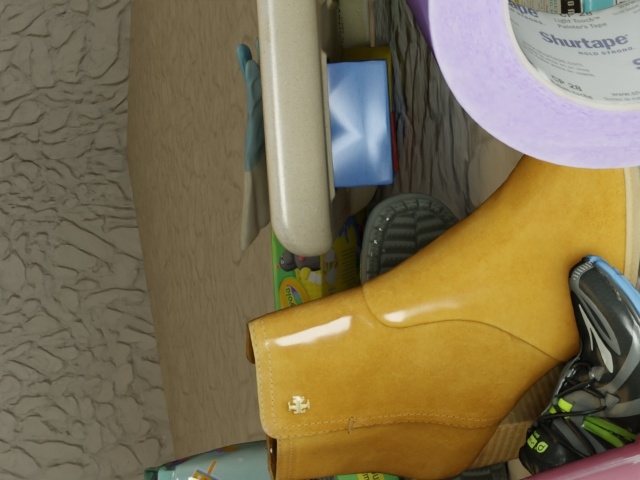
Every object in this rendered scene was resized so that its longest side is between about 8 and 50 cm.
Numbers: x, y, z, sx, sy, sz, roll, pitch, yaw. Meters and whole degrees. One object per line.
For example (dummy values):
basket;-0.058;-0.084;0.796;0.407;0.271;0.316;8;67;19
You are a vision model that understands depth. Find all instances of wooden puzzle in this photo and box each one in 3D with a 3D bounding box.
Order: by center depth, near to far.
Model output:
wooden puzzle;0.020;-0.165;1.412;0.348;0.080;0.322;-37;-56;-79

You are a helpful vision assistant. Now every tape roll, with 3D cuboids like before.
tape roll;0.125;-0.128;0.744;0.080;0.189;0.189;-109;19;-50

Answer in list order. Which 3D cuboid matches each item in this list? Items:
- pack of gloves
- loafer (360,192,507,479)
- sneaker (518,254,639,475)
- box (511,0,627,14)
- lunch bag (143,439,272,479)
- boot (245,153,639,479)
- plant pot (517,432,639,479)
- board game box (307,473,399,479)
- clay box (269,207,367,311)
pack of gloves;-0.035;-0.138;1.632;0.195;0.046;0.232;-53;-23;-43
loafer;0.071;0.091;1.329;0.087;0.094;0.251;140;124;-71
sneaker;0.149;0.102;0.991;0.067;0.078;0.188;-133;41;-72
box;0.133;-0.145;1.021;0.244;0.060;0.101;-156;62;-77
lunch bag;-0.053;0.270;1.685;0.262;0.223;0.160;134;130;-76
boot;0.063;0.037;1.059;0.104;0.211;0.295;-108;18;-48
plant pot;0.136;0.181;0.829;0.201;0.180;0.201;175;90;-78
board game box;0.055;0.283;1.403;0.213;0.046;0.317;-169;59;-78
clay box;0.000;0.000;1.618;0.127;0.053;0.222;-18;-73;-68
